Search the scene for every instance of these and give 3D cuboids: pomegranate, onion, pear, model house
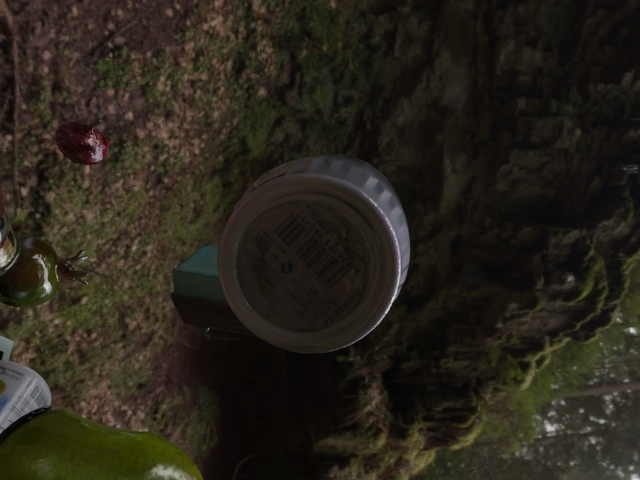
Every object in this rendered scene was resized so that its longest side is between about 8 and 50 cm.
[{"bbox_3d":[-0.699,0.075,1.271,0.181,0.225,0.181,173,-90,-71],"label":"pomegranate"},{"bbox_3d":[-0.680,-0.303,1.487,0.140,0.150,0.150,-40,-131,34],"label":"onion"},{"bbox_3d":[-0.292,0.341,0.715,0.292,0.293,0.159,108,-3,-56],"label":"pear"},{"bbox_3d":[-0.289,0.176,1.599,0.230,0.281,0.248,-54,149,-62],"label":"model house"}]

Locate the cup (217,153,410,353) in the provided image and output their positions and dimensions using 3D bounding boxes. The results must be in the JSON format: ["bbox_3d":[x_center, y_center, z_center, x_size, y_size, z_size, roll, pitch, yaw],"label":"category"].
[{"bbox_3d":[0.000,0.000,0.727,0.371,0.254,0.253,-52,140,-80],"label":"cup"}]

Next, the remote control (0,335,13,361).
[{"bbox_3d":[-1.083,0.410,1.630,0.050,0.145,0.344,-50,-148,8],"label":"remote control"}]

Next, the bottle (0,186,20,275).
[{"bbox_3d":[-0.570,-0.054,0.791,0.271,0.143,0.156,108,-30,-46],"label":"bottle"}]

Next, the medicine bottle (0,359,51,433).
[{"bbox_3d":[-0.592,0.351,0.855,0.288,0.157,0.156,-88,-178,-61],"label":"medicine bottle"}]
